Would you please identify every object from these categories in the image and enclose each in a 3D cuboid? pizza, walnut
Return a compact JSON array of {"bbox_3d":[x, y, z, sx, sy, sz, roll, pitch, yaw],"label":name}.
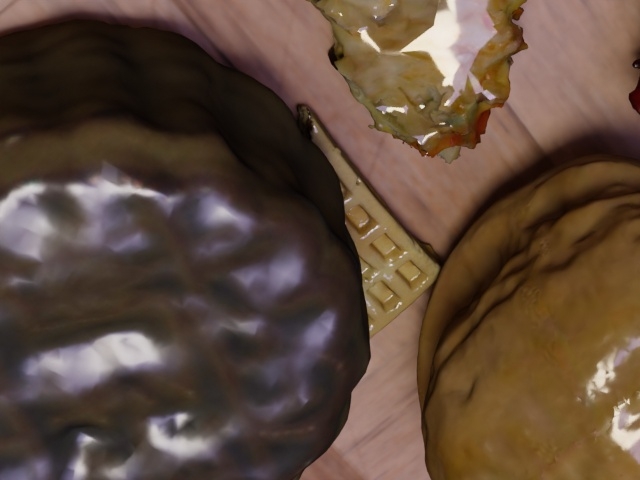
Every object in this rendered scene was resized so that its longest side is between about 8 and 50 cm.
[{"bbox_3d":[0.024,-0.176,0.868,0.251,0.074,0.288,8,113,-17],"label":"pizza"},{"bbox_3d":[0.168,0.081,0.961,0.257,0.224,0.257,4,102,22],"label":"walnut"}]

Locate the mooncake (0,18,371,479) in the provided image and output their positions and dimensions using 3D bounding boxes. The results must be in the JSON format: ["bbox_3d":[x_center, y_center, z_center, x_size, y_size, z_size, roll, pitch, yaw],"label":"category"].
[{"bbox_3d":[-0.116,0.039,0.880,0.290,0.161,0.290,-5,120,-8],"label":"mooncake"}]

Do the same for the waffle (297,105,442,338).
[{"bbox_3d":[0.000,0.000,0.979,0.097,0.023,0.153,-38,122,4],"label":"waffle"}]

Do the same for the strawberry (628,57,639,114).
[{"bbox_3d":[0.278,-0.124,0.915,0.184,0.187,0.201,-22,129,-45],"label":"strawberry"}]
